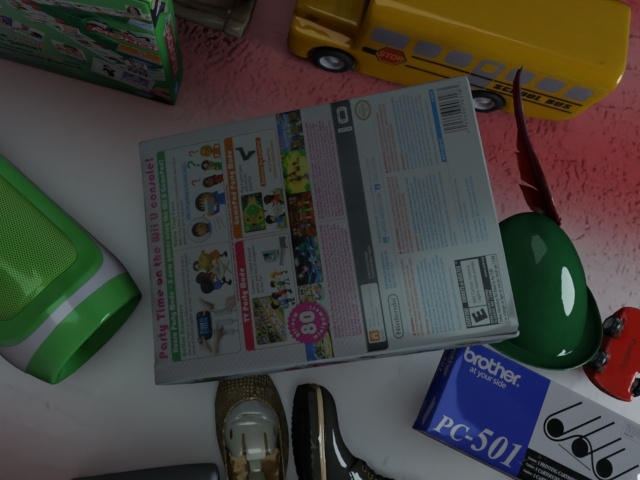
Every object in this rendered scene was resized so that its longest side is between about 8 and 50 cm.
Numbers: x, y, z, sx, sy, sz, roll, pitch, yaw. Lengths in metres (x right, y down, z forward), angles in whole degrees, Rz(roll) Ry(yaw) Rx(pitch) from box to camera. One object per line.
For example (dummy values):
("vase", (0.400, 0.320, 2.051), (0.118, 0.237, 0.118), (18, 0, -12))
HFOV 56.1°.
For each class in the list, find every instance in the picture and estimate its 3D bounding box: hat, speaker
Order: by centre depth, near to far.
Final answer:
("speaker", (-0.307, -0.011, 0.536), (0.296, 0.131, 0.131), (42, 77, 0))
("hat", (0.220, -0.006, 0.563), (0.208, 0.184, 0.173), (29, 47, 5))

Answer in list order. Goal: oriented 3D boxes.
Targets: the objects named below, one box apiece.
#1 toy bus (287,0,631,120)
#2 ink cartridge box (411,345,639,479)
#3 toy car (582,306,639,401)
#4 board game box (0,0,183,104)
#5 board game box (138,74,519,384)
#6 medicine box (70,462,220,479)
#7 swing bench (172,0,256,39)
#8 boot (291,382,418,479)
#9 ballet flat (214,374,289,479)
("toy bus", (0.139, -0.226, 0.641), (0.332, 0.130, 0.108), (14, 78, -7))
("ink cartridge box", (0.201, 0.180, 0.569), (0.207, 0.046, 0.097), (26, 75, -2))
("toy car", (0.254, 0.192, 0.628), (0.224, 0.053, 0.239), (0, 80, -9))
("board game box", (-0.288, -0.218, 0.529), (0.317, 0.213, 0.046), (14, 79, -7))
("board game box", (0.000, 0.000, 0.547), (0.303, 0.097, 0.224), (-9, 77, 7))
("medicine box", (-0.139, 0.339, 0.431), (0.149, 0.263, 0.290), (-3, 80, -9))
("swing bench", (-0.177, -0.308, 0.548), (0.253, 0.254, 0.165), (15, 85, -6))
("boot", (0.049, 0.228, 0.586), (0.136, 0.077, 0.198), (-8, 95, -15))
("ballet flat", (-0.058, 0.216, 0.566), (0.073, 0.067, 0.207), (-8, 82, -13))
